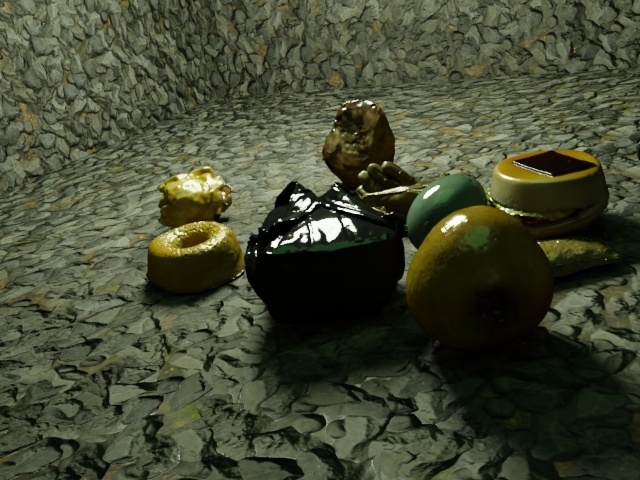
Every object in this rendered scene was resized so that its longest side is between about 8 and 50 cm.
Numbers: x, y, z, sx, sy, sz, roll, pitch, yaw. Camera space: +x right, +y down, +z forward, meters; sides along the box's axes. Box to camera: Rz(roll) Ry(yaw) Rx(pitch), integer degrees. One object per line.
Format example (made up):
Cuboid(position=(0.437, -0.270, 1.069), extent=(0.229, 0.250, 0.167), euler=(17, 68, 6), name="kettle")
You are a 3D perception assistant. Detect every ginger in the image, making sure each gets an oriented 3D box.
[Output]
Cuboid(position=(0.140, -0.300, 2.286), extent=(0.200, 0.269, 0.223), euler=(28, 7, 23), name="ginger")

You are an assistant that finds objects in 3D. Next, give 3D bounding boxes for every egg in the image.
Cuboid(position=(0.310, -0.064, 1.746), extent=(0.236, 0.169, 0.169), euler=(-49, 37, -17), name="egg")

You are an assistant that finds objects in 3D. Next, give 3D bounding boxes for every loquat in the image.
Cuboid(position=(0.294, 0.065, 1.341), extent=(0.275, 0.275, 0.275), euler=(-9, 23, 4), name="loquat")

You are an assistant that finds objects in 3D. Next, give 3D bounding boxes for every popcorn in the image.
Cuboid(position=(-0.392, -0.118, 2.207), extent=(0.253, 0.190, 0.191), euler=(-10, 51, -27), name="popcorn")

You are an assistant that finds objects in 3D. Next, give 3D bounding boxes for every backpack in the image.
Cuboid(position=(0.000, 0.000, 1.651), extent=(0.363, 0.255, 0.446), euler=(-9, 20, -6), name="backpack")

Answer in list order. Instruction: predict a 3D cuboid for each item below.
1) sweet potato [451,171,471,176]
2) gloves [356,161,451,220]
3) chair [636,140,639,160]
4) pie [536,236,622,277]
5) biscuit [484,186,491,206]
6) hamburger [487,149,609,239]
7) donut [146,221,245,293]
Cuboid(position=(0.379, -0.159, 2.111), extent=(0.065, 0.051, 0.218), euler=(12, 31, 39), name="sweet potato")
Cuboid(position=(0.240, -0.126, 1.968), extent=(0.331, 0.141, 0.154), euler=(5, 60, 40), name="gloves")
Cuboid(position=(0.980, -0.243, 2.006), extent=(0.095, 0.104, 0.221), euler=(-33, 29, -9), name="chair")
Cuboid(position=(0.512, 0.038, 1.571), extent=(0.282, 0.068, 0.128), euler=(-8, 23, -4), name="pie")
Cuboid(position=(0.536, -0.137, 2.041), extent=(0.231, 0.016, 0.139), euler=(-13, 21, -7), name="biscuit")
Cuboid(position=(0.554, -0.111, 1.759), extent=(0.300, 0.176, 0.300), euler=(-9, 21, 4), name="hamburger")
Cuboid(position=(-0.336, 0.036, 1.887), extent=(0.277, 0.108, 0.277), euler=(-9, 23, 4), name="donut")
